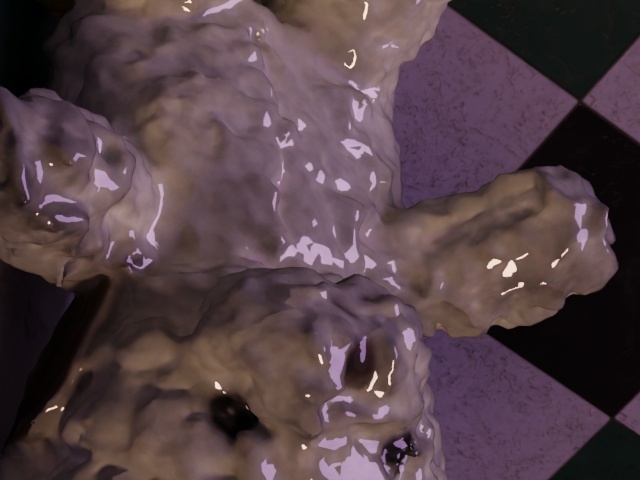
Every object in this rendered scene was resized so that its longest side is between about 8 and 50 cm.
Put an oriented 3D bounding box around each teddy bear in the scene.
[{"bbox_3d":[0.000,0.000,0.765,0.375,0.327,0.362,-58,-149,27],"label":"teddy bear"}]

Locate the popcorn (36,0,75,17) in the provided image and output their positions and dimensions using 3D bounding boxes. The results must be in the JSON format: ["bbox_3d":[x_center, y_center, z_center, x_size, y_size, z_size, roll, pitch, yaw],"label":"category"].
[{"bbox_3d":[-0.102,-0.149,0.899,0.084,0.084,0.084,-6,90,-81],"label":"popcorn"}]
